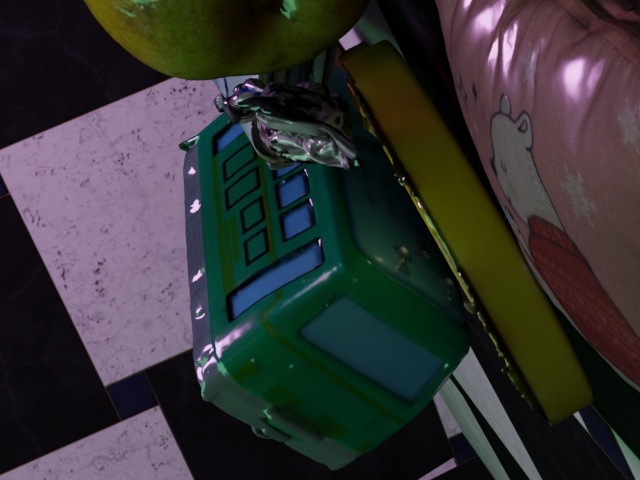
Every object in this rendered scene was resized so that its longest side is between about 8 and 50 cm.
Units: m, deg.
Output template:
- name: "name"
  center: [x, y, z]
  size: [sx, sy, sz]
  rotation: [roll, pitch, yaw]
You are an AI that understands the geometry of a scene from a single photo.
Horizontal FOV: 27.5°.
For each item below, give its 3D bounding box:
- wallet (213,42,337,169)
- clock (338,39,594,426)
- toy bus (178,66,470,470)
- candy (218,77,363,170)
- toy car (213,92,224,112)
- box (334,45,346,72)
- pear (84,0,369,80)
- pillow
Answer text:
- name: "wallet"
  center: [-0.047, -0.181, 1.052]
  size: [0.250, 0.075, 0.176]
  rotation: [-121, 38, -62]
- name: "clock"
  center: [0.107, -0.013, 0.874]
  size: [0.277, 0.071, 0.293]
  rotation: [58, -174, -27]
- name: "toy bus"
  center: [0.000, 0.000, 1.120]
  size: [0.183, 0.199, 0.343]
  rotation: [33, -151, -33]
- name: "candy"
  center: [-0.020, -0.076, 0.839]
  size: [0.226, 0.094, 0.051]
  rotation: [-136, 55, -75]
- name: "toy car"
  center: [-0.059, -0.125, 1.368]
  size: [0.080, 0.070, 0.171]
  rotation: [59, 180, 4]
- name: "box"
  center: [0.028, -0.115, 1.408]
  size: [0.159, 0.071, 0.240]
  rotation: [60, 180, 13]
- name: "pear"
  center: [-0.061, -0.191, 0.799]
  size: [0.200, 0.200, 0.200]
  rotation: [58, 178, 3]
- name: "pillow"
  center: [0.117, -0.009, 0.470]
  size: [0.223, 0.084, 0.236]
  rotation: [57, -179, -30]
